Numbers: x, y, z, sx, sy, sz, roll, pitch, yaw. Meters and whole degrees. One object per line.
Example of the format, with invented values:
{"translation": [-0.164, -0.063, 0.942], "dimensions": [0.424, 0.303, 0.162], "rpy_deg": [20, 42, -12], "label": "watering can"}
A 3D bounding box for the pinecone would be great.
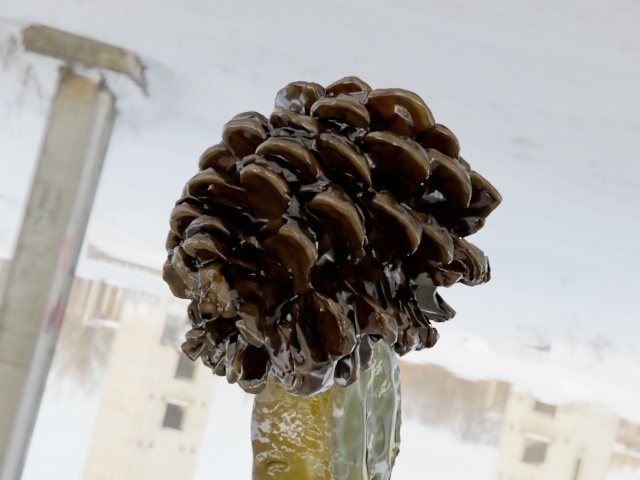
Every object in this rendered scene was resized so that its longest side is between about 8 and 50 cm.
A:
{"translation": [-0.005, -0.001, 0.901], "dimensions": [0.257, 0.243, 0.243], "rpy_deg": [-28, -176, -11], "label": "pinecone"}

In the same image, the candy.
{"translation": [0.011, 0.200, 1.318], "dimensions": [0.118, 0.260, 0.260], "rpy_deg": [2, 172, 22], "label": "candy"}
